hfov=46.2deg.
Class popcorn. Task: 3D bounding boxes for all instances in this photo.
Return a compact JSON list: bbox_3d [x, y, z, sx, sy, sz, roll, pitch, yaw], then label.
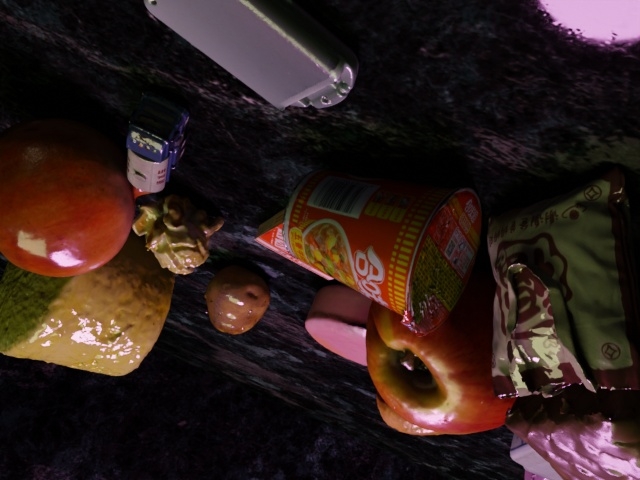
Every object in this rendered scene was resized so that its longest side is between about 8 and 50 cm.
[{"bbox_3d":[-0.253,-0.009,1.324,0.162,0.141,0.136,-11,-179,-40],"label":"popcorn"}]

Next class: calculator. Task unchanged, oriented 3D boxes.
[{"bbox_3d":[-0.073,-0.214,0.766,0.246,0.045,0.141,33,157,-25],"label":"calculator"}]

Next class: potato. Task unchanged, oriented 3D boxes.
[{"bbox_3d":[-0.174,0.119,1.570,0.137,0.137,0.176,26,137,-7],"label":"potato"}]

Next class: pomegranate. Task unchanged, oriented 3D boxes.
[{"bbox_3d":[-0.396,-0.074,1.188,0.229,0.271,0.252,-129,24,-71],"label":"pomegranate"}]

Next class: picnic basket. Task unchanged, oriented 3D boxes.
[{"bbox_3d":[0.435,0.212,0.929,0.321,0.291,0.254,39,156,-8],"label":"picnic basket"}]

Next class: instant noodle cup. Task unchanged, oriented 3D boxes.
[{"bbox_3d":[0.070,-0.003,0.966,0.212,0.193,0.193,20,160,31],"label":"instant noodle cup"}]

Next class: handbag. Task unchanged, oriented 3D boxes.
[{"bbox_3d":[0.261,0.053,0.834,0.127,0.235,0.213,9,163,-29],"label":"handbag"}]

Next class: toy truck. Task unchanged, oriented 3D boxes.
[{"bbox_3d":[-0.241,-0.134,1.074,0.074,0.088,0.201,27,158,-6],"label":"toy truck"}]

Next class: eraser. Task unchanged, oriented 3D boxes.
[{"bbox_3d":[0.000,0.000,1.215,0.157,0.038,0.230,29,158,-15],"label":"eraser"}]

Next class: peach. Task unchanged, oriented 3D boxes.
[{"bbox_3d":[0.197,0.150,1.103,0.281,0.281,0.238,27,125,-9],"label":"peach"}]

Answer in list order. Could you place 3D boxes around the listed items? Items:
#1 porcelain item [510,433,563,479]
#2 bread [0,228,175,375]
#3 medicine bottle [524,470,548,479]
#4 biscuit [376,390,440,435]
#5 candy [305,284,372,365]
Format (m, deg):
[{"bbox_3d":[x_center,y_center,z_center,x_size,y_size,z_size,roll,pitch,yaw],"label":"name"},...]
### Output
[{"bbox_3d":[0.535,0.397,1.455,0.282,0.157,0.286,22,160,8],"label":"porcelain item"},{"bbox_3d":[-0.493,0.116,1.584,0.308,0.348,0.348,34,157,-33],"label":"bread"},{"bbox_3d":[0.620,0.529,1.657,0.291,0.178,0.178,21,159,2],"label":"medicine bottle"},{"bbox_3d":[0.217,0.304,1.453,0.213,0.091,0.274,-15,-170,3],"label":"biscuit"},{"bbox_3d":[0.092,0.171,1.454,0.255,0.094,0.255,20,159,8],"label":"candy"}]
